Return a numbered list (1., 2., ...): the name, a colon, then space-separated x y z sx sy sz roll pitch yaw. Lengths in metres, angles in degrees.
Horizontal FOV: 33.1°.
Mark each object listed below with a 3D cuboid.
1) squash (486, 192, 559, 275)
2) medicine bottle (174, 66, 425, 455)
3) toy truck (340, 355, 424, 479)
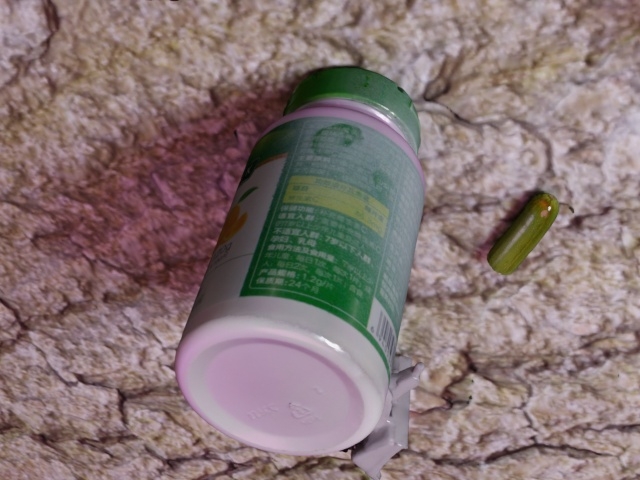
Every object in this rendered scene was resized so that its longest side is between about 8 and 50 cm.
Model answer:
1. squash: 0.165 -0.007 0.861 0.027 0.027 0.083 24 133 -10
2. medicine bottle: 0.000 0.000 0.735 0.133 0.274 0.133 9 135 9
3. toy truck: 0.011 0.083 0.916 0.111 0.136 0.286 -21 127 26
